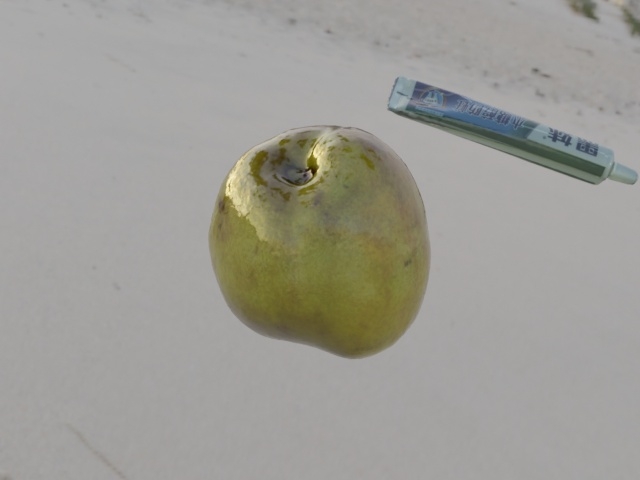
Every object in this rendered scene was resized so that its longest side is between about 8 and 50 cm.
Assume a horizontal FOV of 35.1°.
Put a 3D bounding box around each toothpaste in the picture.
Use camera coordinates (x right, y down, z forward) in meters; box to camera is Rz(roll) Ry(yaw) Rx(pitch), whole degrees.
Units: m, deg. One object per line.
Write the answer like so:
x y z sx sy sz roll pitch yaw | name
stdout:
0.290 -0.160 1.523 0.392 0.061 0.099 20 42 2 | toothpaste

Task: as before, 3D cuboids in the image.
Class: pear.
0.000 0.000 0.861 0.200 0.200 0.200 13 12 -3 | pear
